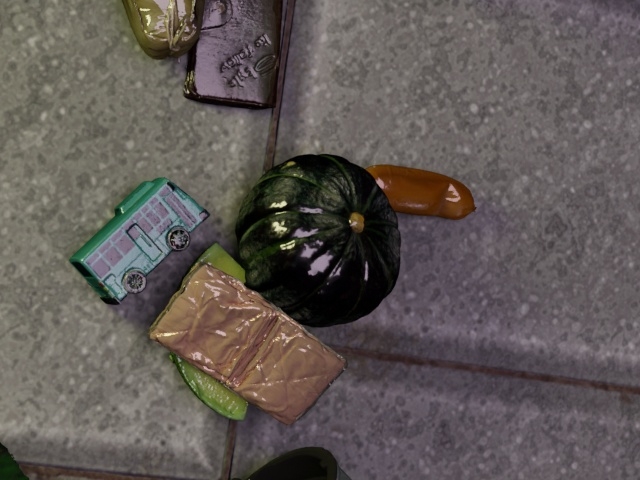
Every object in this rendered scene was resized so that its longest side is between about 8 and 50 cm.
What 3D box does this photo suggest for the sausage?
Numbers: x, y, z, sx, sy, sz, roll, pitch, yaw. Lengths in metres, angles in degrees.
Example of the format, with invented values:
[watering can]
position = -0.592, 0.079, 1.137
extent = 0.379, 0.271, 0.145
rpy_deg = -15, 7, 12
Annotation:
[sausage]
position = 0.122, -0.065, 2.002
extent = 0.183, 0.054, 0.062
rpy_deg = 6, 119, -24

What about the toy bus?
[toy bus]
position = -0.219, -0.004, 1.849
extent = 0.160, 0.079, 0.092
rpy_deg = -44, 104, -15

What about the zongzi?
[zongzi]
position = -0.230, -0.324, 1.837
extent = 0.197, 0.099, 0.195
rpy_deg = 7, 80, -24

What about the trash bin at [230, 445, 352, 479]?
[trash bin]
position = 0.009, 0.415, 1.841
extent = 0.217, 0.277, 0.262
rpy_deg = -46, 112, -15

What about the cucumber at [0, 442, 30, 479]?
[cucumber]
position = -0.402, 0.301, 1.720
extent = 0.130, 0.191, 0.191
rpy_deg = -23, 98, -29

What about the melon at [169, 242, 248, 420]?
[melon]
position = -0.134, 0.110, 1.891
extent = 0.118, 0.064, 0.210
rpy_deg = 13, 82, -20

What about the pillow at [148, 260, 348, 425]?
[pillow]
position = -0.086, 0.128, 1.830
extent = 0.232, 0.043, 0.126
rpy_deg = 36, 104, -20

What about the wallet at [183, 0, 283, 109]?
[wallet]
position = -0.103, -0.284, 1.927
extent = 0.121, 0.031, 0.232
rpy_deg = 6, 87, -24

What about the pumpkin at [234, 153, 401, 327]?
[pumpkin]
position = 0.000, 0.000, 1.878
extent = 0.220, 0.162, 0.221
rpy_deg = 14, 64, -32
